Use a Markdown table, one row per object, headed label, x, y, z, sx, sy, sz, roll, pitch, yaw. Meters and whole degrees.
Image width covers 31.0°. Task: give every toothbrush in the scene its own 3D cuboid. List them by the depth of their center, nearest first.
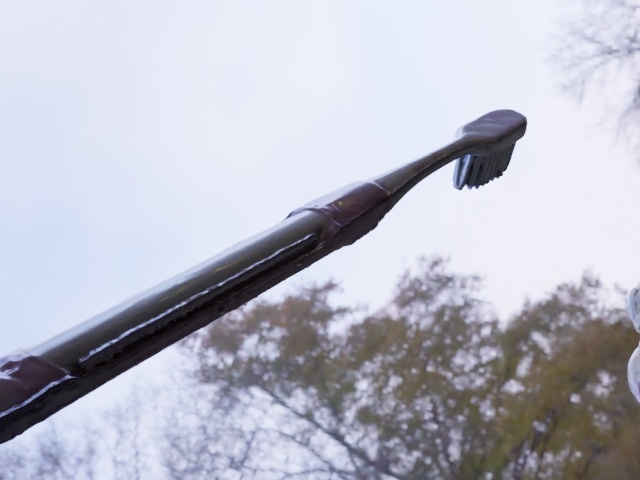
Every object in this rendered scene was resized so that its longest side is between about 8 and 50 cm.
| label | x | y | z | sx | sy | sz | roll | pitch | yaw |
| --- | --- | --- | --- | --- | --- | --- | --- | --- | --- |
| toothbrush | 0.000 | 0.000 | 0.436 | 0.354 | 0.024 | 0.029 | -29 | -45 | -52 |

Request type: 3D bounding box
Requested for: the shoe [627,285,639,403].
| label | x | y | z | sx | sy | sz | roll | pitch | yaw |
| --- | --- | --- | --- | --- | --- | --- | --- | --- | --- |
| shoe | 0.233 | 0.055 | 0.739 | 0.069 | 0.072 | 0.109 | 74 | -164 | -79 |
